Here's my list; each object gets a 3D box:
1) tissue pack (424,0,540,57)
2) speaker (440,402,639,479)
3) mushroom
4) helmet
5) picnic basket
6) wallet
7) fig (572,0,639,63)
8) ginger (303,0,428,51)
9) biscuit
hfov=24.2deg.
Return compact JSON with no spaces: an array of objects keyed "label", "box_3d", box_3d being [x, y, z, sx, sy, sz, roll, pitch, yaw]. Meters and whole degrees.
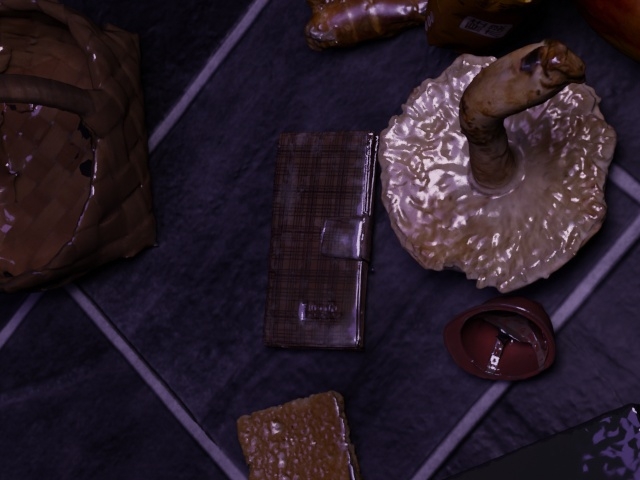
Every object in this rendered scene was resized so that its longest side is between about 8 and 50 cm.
[{"label":"tissue pack","box_3d":[0.168,-0.286,1.415,0.092,0.226,0.183,13,81,-7]},{"label":"speaker","box_3d":[0.233,0.293,1.306,0.254,0.184,0.232,-27,69,25]},{"label":"mushroom","box_3d":[0.151,-0.112,1.374,0.233,0.301,0.208,-2,47,15]},{"label":"helmet","box_3d":[0.180,0.083,1.439,0.111,0.057,0.089,-8,120,31]},{"label":"picnic basket","box_3d":[-0.359,-0.114,1.615,0.293,0.337,0.337,-13,75,25]},{"label":"wallet","box_3d":[0.000,0.000,1.559,0.124,0.042,0.230,1,81,31]},{"label":"fig","box_3d":[0.334,-0.250,1.334,0.224,0.224,0.263,-30,87,20]},{"label":"ginger","box_3d":[0.056,-0.259,1.560,0.162,0.073,0.103,-10,93,13]},{"label":"biscuit","box_3d":[-0.010,0.276,1.526,0.131,0.025,0.231,-18,74,25]}]
